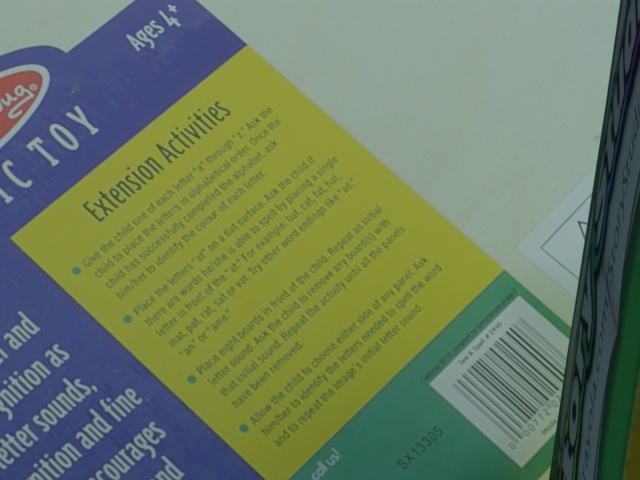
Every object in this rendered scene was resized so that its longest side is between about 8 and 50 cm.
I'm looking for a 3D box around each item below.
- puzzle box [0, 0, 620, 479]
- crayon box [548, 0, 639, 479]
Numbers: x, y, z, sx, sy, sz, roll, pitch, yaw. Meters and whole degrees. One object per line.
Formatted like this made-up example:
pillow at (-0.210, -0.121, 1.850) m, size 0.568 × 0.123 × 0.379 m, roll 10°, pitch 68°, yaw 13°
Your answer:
puzzle box at (0.002, -0.061, 0.521) m, size 0.272 × 0.052 × 0.409 m, roll 42°, pitch 64°, yaw 12°
crayon box at (0.208, 0.011, 0.344) m, size 0.313 × 0.363 × 0.106 m, roll 3°, pitch 29°, yaw 0°
